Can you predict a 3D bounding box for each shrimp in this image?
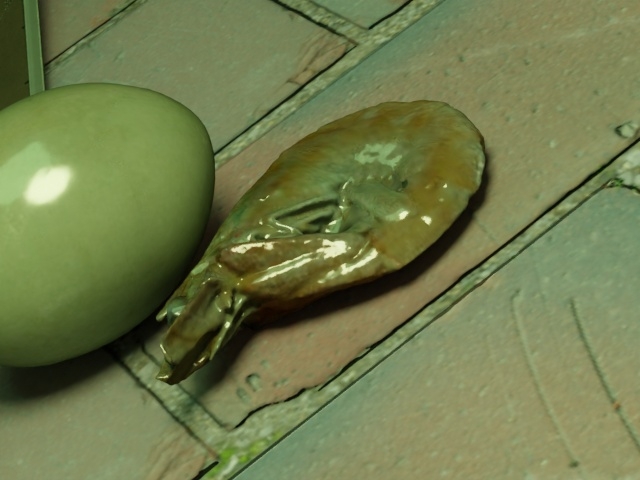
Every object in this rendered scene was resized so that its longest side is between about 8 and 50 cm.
[{"bbox_3d":[0.000,0.000,1.387,0.168,0.077,0.317,10,47,41],"label":"shrimp"}]

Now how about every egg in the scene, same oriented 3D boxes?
[{"bbox_3d":[-0.188,-0.014,1.440,0.253,0.186,0.186,-35,33,-11],"label":"egg"}]

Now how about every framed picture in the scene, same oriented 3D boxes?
[{"bbox_3d":[-0.366,-0.153,1.883,0.232,0.019,0.296,-23,42,10],"label":"framed picture"}]
